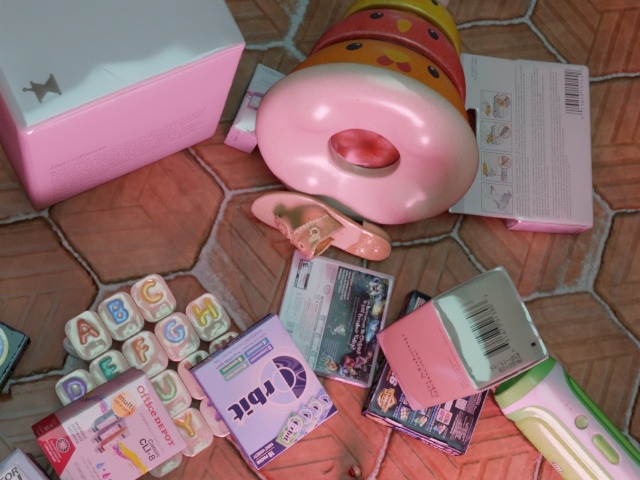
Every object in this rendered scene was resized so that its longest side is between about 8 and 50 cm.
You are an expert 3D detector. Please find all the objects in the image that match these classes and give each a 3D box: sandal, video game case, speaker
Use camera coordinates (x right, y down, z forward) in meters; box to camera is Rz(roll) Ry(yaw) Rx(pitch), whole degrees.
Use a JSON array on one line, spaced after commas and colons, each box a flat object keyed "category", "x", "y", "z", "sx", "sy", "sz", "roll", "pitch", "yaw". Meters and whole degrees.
[{"category": "sandal", "x": 0.002, "y": -0.004, "z": 1.759, "sx": 0.240, "sy": 0.088, "sz": 0.079, "roll": 18, "pitch": 45, "yaw": -13}, {"category": "video game case", "x": 0.018, "y": 0.126, "z": 1.778, "sx": 0.173, "sy": 0.022, "sz": 0.190, "roll": 16, "pitch": 73, "yaw": -7}, {"category": "speaker", "x": 0.415, "y": 0.323, "z": 1.756, "sx": 0.131, "sy": 0.131, "sz": 0.296, "roll": -41, "pitch": 87, "yaw": -17}]

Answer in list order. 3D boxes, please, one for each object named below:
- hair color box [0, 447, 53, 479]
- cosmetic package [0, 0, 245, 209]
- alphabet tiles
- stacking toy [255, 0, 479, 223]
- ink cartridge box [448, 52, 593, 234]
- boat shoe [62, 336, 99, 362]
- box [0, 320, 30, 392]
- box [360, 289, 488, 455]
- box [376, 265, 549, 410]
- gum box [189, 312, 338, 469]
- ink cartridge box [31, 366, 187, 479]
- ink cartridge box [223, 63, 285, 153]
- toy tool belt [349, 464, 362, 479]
[{"category": "hair color box", "x": -0.337, "y": 0.469, "z": 1.535, "sx": 0.113, "sy": 0.185, "sz": 0.374, "roll": -40, "pitch": 87, "yaw": -17}, {"category": "cosmetic package", "x": -0.344, "y": -0.291, "z": 1.609, "sx": 0.327, "sy": 0.393, "sz": 0.329, "roll": -25, "pitch": 83, "yaw": -16}, {"category": "alphabet tiles", "x": -0.250, "y": 0.205, "z": 1.679, "sx": 0.284, "sy": 0.021, "sz": 0.278, "roll": -30, "pitch": 94, "yaw": -16}, {"category": "stacking toy", "x": 0.112, "y": -0.299, "z": 1.794, "sx": 0.350, "sy": 0.350, "sz": 0.480, "roll": 20, "pitch": 56, "yaw": -6}, {"category": "ink cartridge box", "x": 0.335, "y": -0.167, "z": 1.891, "sx": 0.261, "sy": 0.066, "sz": 0.296, "roll": 5, "pitch": 75, "yaw": -10}, {"category": "boat shoe", "x": -0.348, "y": 0.172, "z": 1.683, "sx": 0.100, "sy": 0.035, "sz": 0.035, "roll": 29, "pitch": 73, "yaw": -4}, {"category": "box", "x": -0.600, "y": 0.176, "z": 1.617, "sx": 0.270, "sy": 0.060, "sz": 0.216, "roll": 29, "pitch": 73, "yaw": -4}, {"category": "box", "x": 0.186, "y": 0.213, "z": 1.775, "sx": 0.175, "sy": 0.051, "sz": 0.220, "roll": 24, "pitch": 73, "yaw": -5}, {"category": "box", "x": 0.196, "y": 0.151, "z": 1.602, "sx": 0.121, "sy": 0.311, "sz": 0.148, "roll": -24, "pitch": 81, "yaw": -16}, {"category": "gum box", "x": -0.087, "y": 0.232, "z": 1.697, "sx": 0.157, "sy": 0.041, "sz": 0.184, "roll": -34, "pitch": 100, "yaw": -16}, {"category": "ink cartridge box", "x": -0.303, "y": 0.281, "z": 1.580, "sx": 0.176, "sy": 0.127, "sz": 0.128, "roll": -31, "pitch": 97, "yaw": -16}, {"category": "ink cartridge box", "x": -0.108, "y": -0.213, "z": 1.798, "sx": 0.052, "sy": 0.088, "sz": 0.122, "roll": 24, "pitch": 73, "yaw": -7}, {"category": "toy tool belt", "x": 0.047, "y": 0.394, "z": 1.703, "sx": 0.051, "sy": 0.052, "sz": 0.083, "roll": -10, "pitch": 78, "yaw": -22}]
